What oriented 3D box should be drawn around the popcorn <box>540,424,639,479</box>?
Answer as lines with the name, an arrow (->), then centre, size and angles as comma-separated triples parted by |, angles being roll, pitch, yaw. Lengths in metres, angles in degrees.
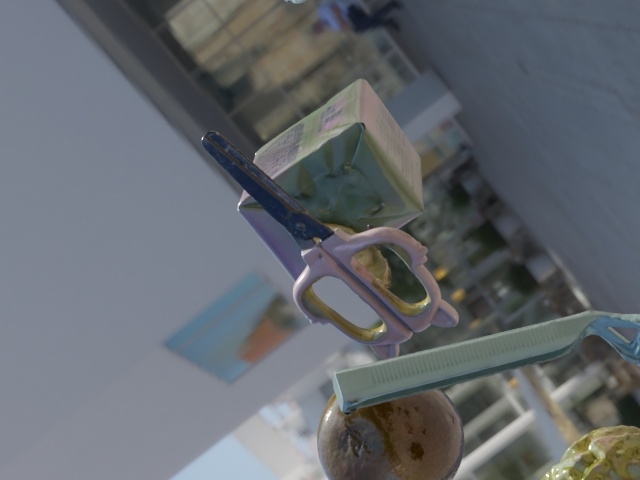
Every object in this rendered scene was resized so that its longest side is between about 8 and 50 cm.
popcorn -> 0.342, 0.307, 1.601 | 0.185, 0.167, 0.187 | 46, -133, -9

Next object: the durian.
durian -> 0.035, 0.014, 1.537 | 0.130, 0.052, 0.066 | 34, 176, 21

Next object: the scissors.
scissors -> 0.000, 0.000, 1.375 | 0.317, 0.160, 0.024 | 44, -147, -20

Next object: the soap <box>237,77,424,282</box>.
soap -> 0.015, -0.070, 1.648 | 0.138, 0.182, 0.199 | 53, -164, -17

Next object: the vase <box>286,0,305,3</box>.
vase -> 0.070, -0.443, 1.767 | 0.165, 0.360, 0.165 | 36, 151, 24

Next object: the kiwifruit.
kiwifruit -> 0.101, 0.273, 1.903 | 0.196, 0.196, 0.234 | 55, -166, 23

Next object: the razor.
razor -> 0.147, 0.092, 1.090 | 0.111, 0.278, 0.056 | 93, 169, -60
